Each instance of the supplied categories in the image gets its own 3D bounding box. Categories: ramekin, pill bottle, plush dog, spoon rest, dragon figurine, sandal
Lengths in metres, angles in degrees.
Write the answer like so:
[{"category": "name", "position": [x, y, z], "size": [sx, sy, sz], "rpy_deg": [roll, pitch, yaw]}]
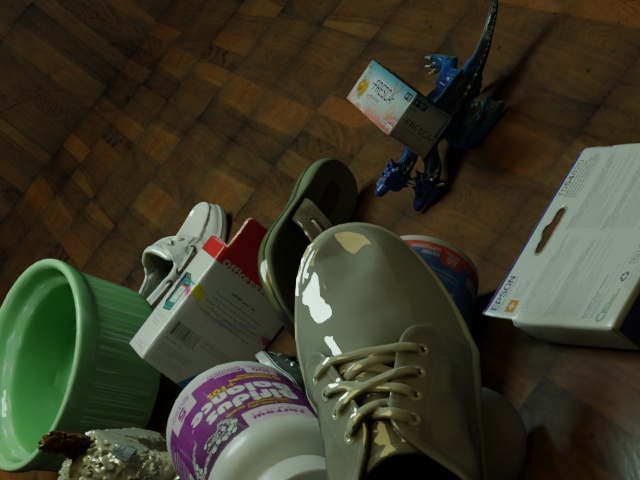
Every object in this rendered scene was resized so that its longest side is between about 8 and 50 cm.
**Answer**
[{"category": "ramekin", "position": [-0.353, 0.188, 2.223], "size": [0.303, 0.148, 0.303], "rpy_deg": [-27, 56, 48]}, {"category": "pill bottle", "position": [0.090, 0.112, 1.630], "size": [0.124, 0.124, 0.221], "rpy_deg": [-32, 30, 40]}, {"category": "plush dog", "position": [-0.256, 0.346, 1.860], "size": [0.262, 0.210, 0.225], "rpy_deg": [14, 91, 55]}, {"category": "pill bottle", "position": [-0.052, 0.245, 1.643], "size": [0.169, 0.169, 0.301], "rpy_deg": [-53, 23, -1]}, {"category": "spoon rest", "position": [0.091, 0.255, 1.462], "size": [0.137, 0.084, 0.276], "rpy_deg": [23, 69, 34]}, {"category": "dragon figurine", "position": [0.167, -0.169, 1.945], "size": [0.289, 0.085, 0.144], "rpy_deg": [-52, 24, 12]}, {"category": "sandal", "position": [-0.001, -0.002, 1.995], "size": [0.086, 0.120, 0.303], "rpy_deg": [-16, 39, 34]}]

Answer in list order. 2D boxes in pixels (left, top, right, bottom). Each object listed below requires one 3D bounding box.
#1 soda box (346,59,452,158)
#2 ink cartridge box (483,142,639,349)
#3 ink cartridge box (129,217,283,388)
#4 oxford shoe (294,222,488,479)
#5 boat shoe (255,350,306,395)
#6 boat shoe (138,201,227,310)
[{"category": "soda box", "position": [0.093, -0.162, 1.899], "size": [0.063, 0.058, 0.183], "rpy_deg": [-55, 24, 8]}, {"category": "ink cartridge box", "position": [0.284, 0.001, 1.525], "size": [0.223, 0.045, 0.224], "rpy_deg": [-57, 22, -14]}, {"category": "ink cartridge box", "position": [-0.125, 0.090, 2.060], "size": [0.231, 0.134, 0.078], "rpy_deg": [-52, 22, -3]}, {"category": "oxford shoe", "position": [0.064, 0.154, 1.406], "size": [0.169, 0.130, 0.449], "rpy_deg": [-19, 53, 11]}, {"category": "boat shoe", "position": [-0.039, 0.162, 1.913], "size": [0.040, 0.049, 0.142], "rpy_deg": [-35, 22, -9]}, {"category": "boat shoe", "position": [-0.223, 0.036, 2.376], "size": [0.098, 0.096, 0.277], "rpy_deg": [-28, 32, 43]}]
